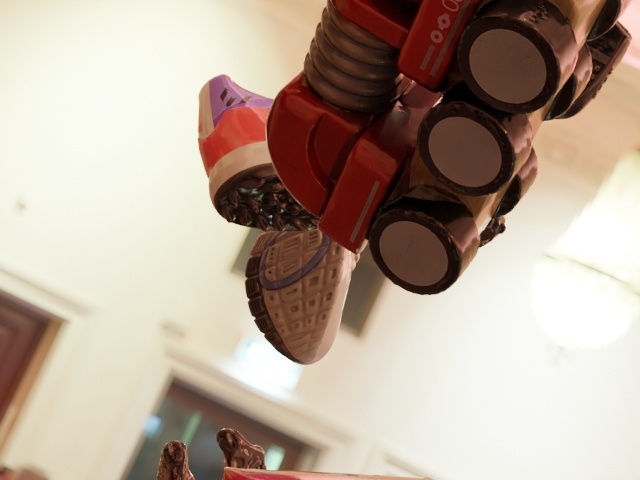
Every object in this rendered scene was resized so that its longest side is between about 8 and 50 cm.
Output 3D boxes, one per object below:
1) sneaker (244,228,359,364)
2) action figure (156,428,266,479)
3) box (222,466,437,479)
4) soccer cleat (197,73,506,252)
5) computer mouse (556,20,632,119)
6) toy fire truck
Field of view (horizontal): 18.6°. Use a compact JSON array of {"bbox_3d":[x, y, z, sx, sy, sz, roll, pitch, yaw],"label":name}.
[{"bbox_3d":[0.000,0.000,1.938,0.111,0.297,0.129,-14,-39,22],"label":"sneaker"},{"bbox_3d":[-0.098,0.280,1.702,0.276,0.164,0.141,-84,154,-65],"label":"action figure"},{"bbox_3d":[0.036,0.254,1.508,0.122,0.128,0.257,17,5,42],"label":"box"},{"bbox_3d":[0.031,-0.057,1.613,0.318,0.116,0.108,12,-41,-41],"label":"soccer cleat"},{"bbox_3d":[0.252,-0.200,1.674,0.071,0.242,0.041,33,-15,16],"label":"computer mouse"},{"bbox_3d":[0.011,-0.109,1.071,0.246,0.158,0.217,33,-47,9],"label":"toy fire truck"}]
